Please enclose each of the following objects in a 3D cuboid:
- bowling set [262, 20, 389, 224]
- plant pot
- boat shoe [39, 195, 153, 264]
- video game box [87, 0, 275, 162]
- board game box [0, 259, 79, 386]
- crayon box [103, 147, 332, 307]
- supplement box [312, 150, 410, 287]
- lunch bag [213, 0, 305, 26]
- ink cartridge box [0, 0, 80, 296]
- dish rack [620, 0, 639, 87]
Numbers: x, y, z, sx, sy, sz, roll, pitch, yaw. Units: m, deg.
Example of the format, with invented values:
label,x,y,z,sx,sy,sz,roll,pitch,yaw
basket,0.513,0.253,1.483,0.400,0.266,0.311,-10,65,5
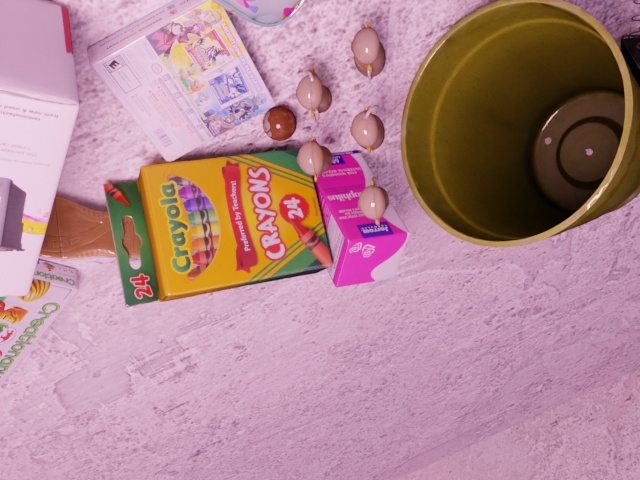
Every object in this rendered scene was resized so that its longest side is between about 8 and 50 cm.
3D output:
label,x,y,z,sx,sy,sz,roll,pitch,yaw
bowling set,0.004,-0.159,0.977,0.200,0.287,0.154,-5,-174,8
plant pot,0.383,-0.166,1.101,0.353,0.366,0.366,3,134,-47
boat shoe,-0.374,-0.004,1.034,0.277,0.098,0.096,9,162,-21
video game box,-0.186,-0.226,0.925,0.187,0.048,0.205,-26,142,4
board game box,-0.573,0.139,1.114,0.193,0.053,0.305,21,122,-43
crayon box,-0.156,-0.023,1.030,0.318,0.202,0.081,-11,172,-22
supplement box,0.046,-0.041,1.119,0.111,0.220,0.114,-8,138,-21
lunch bag,-0.096,-0.392,0.741,0.279,0.108,0.224,23,121,-43
ink cartridge box,-0.392,-0.114,0.797,0.131,0.226,0.306,5,133,-31
dish rack,0.555,-0.365,1.057,0.074,0.208,0.271,-9,134,9
